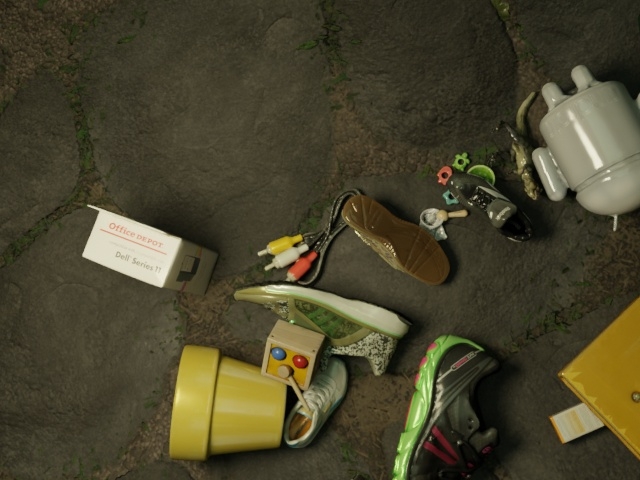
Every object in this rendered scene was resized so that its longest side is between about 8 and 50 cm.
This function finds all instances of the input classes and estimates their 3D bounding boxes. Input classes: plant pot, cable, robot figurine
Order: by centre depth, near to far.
[{"bbox_3d":[0.612,-0.203,1.731,0.300,0.200,0.353,-31,77,27],"label":"robot figurine"},{"bbox_3d":[-0.201,0.372,1.784,0.239,0.254,0.253,7,83,-4],"label":"plant pot"},{"bbox_3d":[0.000,0.000,1.877,0.287,0.072,0.139,-38,83,3],"label":"cable"}]

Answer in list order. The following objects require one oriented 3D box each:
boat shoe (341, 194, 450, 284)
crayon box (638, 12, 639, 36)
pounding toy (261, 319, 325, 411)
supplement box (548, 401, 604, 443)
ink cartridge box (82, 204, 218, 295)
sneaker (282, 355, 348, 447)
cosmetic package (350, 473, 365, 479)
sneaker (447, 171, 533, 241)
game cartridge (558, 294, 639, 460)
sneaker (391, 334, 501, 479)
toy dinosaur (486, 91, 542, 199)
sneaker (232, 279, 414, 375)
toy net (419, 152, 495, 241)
[{"bbox_3d":[0.173,-0.001,1.834,0.285,0.089,0.104,40,79,0],"label":"boat shoe"},{"bbox_3d":[0.911,-0.384,1.753,0.363,0.106,0.312,-3,83,10],"label":"crayon box"},{"bbox_3d":[-0.057,0.271,1.723,0.130,0.100,0.141,18,125,9],"label":"pounding toy"},{"bbox_3d":[0.558,0.394,1.738,0.099,0.036,0.062,-25,77,6],"label":"supplement box"},{"bbox_3d":[-0.387,0.028,1.798,0.207,0.353,0.119,20,86,13],"label":"ink cartridge box"},{"bbox_3d":[-0.009,0.371,1.815,0.087,0.092,0.228,27,83,14],"label":"sneaker"},{"bbox_3d":[0.031,0.640,1.753,0.238,0.127,0.107,-45,78,0],"label":"cosmetic package"},{"bbox_3d":[0.386,-0.074,1.767,0.234,0.106,0.078,37,97,-6],"label":"sneaker"},{"bbox_3d":[0.725,0.283,1.704,0.324,0.052,0.285,-41,77,-7],"label":"game cartridge"},{"bbox_3d":[0.274,0.449,1.708,0.202,0.185,0.482,13,85,16],"label":"sneaker"},{"bbox_3d":[0.447,-0.219,1.829,0.118,0.064,0.268,4,77,-18],"label":"toy dinosaur"},{"bbox_3d":[-0.006,0.199,1.778,0.411,0.158,0.181,15,87,0],"label":"sneaker"},{"bbox_3d":[0.294,-0.095,1.852,0.122,0.045,0.232,42,91,12],"label":"toy net"}]
